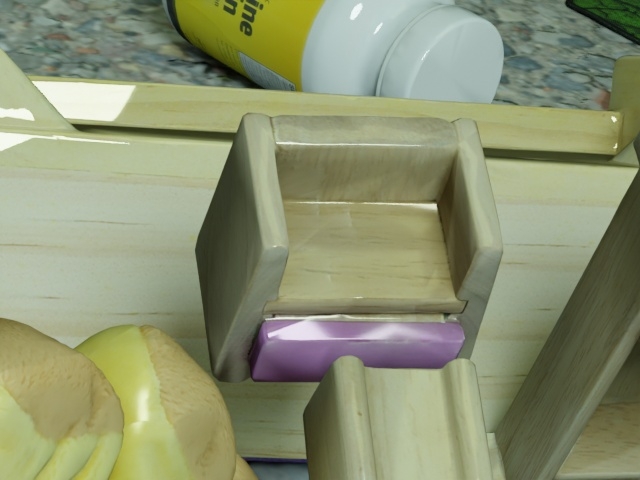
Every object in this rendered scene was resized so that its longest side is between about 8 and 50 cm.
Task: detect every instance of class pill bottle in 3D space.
[{"bbox_3d":[0.007,-0.119,0.992,0.103,0.103,0.184,-16,37,-43],"label":"pill bottle"}]

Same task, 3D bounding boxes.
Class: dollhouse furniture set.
[{"bbox_3d":[0.114,0.143,0.534,0.286,0.198,0.303,0,54,-13],"label":"dollhouse furniture set"}]

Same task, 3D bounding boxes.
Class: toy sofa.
[{"bbox_3d":[0.000,0.000,0.746,0.362,0.177,0.150,2,5,-17],"label":"toy sofa"}]

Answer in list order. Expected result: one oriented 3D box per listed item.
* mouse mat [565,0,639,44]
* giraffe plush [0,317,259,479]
[{"bbox_3d":[0.276,-0.133,1.237,0.152,0.007,0.189,-12,37,-39],"label":"mouse mat"},{"bbox_3d":[-0.135,0.103,0.483,0.170,0.181,0.210,17,60,32],"label":"giraffe plush"}]
